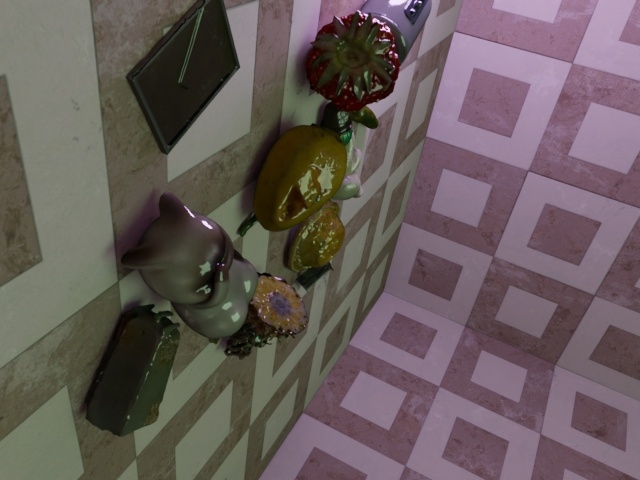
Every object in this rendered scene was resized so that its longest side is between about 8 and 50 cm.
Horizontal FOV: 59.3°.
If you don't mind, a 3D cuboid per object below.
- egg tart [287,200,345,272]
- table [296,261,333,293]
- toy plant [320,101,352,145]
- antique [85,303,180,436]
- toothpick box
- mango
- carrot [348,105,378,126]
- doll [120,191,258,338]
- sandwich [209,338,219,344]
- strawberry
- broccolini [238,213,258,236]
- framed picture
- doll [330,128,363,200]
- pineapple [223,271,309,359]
[{"bbox_3d":[0.000,0.000,2.138,0.319,0.128,0.319,-50,159,-27],"label":"egg tart"},{"bbox_3d":[-0.024,0.136,2.305,0.146,0.062,0.175,-42,161,-6],"label":"table"},{"bbox_3d":[0.054,-0.370,1.905,0.143,0.105,0.200,-56,151,-36],"label":"toy plant"},{"bbox_3d":[-0.417,0.287,1.285,0.284,0.125,0.150,-70,163,6],"label":"antique"},{"bbox_3d":[0.249,-0.740,1.843,0.316,0.229,0.229,-60,162,-24],"label":"toothpick box"},{"bbox_3d":[-0.066,-0.183,1.644,0.365,0.182,0.253,-53,135,-16],"label":"mango"},{"bbox_3d":[0.183,-0.486,2.226,0.074,0.074,0.358,-70,164,9],"label":"carrot"},{"bbox_3d":[-0.273,0.079,1.285,0.215,0.226,0.370,-61,162,-22],"label":"doll"},{"bbox_3d":[-0.323,0.285,1.726,0.083,0.031,0.044,-69,165,8],"label":"sandwich"},{"bbox_3d":[0.093,-0.509,1.674,0.343,0.292,0.292,-33,145,-89],"label":"strawberry"},{"bbox_3d":[-0.179,-0.086,1.699,0.216,0.058,0.067,-49,120,-28],"label":"broccolini"},{"bbox_3d":[-0.264,-0.344,1.141,0.289,0.016,0.213,-59,161,-25],"label":"framed picture"},{"bbox_3d":[0.073,-0.288,2.102,0.149,0.175,0.278,-109,-165,-55],"label":"doll"},{"bbox_3d":[-0.213,0.278,1.826,0.271,0.262,0.262,-50,173,29],"label":"pineapple"}]
